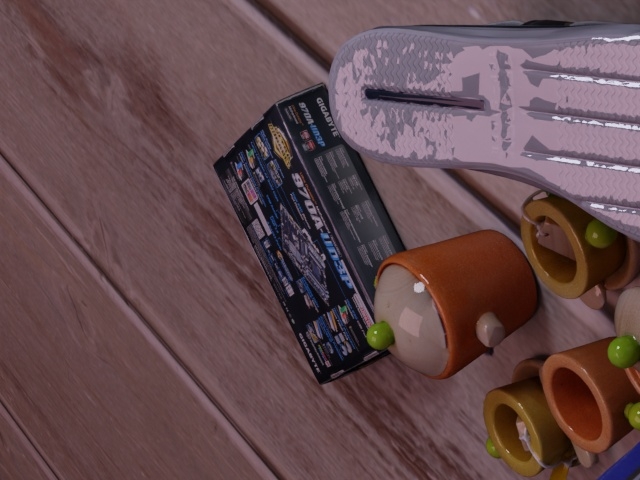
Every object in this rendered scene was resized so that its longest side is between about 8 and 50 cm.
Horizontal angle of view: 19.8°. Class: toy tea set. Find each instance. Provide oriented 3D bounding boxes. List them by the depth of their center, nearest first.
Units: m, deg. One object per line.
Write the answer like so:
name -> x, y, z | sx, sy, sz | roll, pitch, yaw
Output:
toy tea set -> 0.139, 0.068, 1.218 | 0.200, 0.124, 0.336 | 63, 155, 6

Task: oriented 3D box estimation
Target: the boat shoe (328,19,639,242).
boat shoe -> 0.164, -0.082, 1.055 | 0.335, 0.119, 0.121 | 18, 117, 35

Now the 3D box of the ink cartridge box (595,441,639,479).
ink cartridge box -> 0.225, 0.312, 1.182 | 0.270, 0.151, 0.395 | 43, 148, 18

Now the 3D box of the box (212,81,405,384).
box -> 0.000, 0.000, 1.526 | 0.220, 0.051, 0.175 | 64, 155, 5
